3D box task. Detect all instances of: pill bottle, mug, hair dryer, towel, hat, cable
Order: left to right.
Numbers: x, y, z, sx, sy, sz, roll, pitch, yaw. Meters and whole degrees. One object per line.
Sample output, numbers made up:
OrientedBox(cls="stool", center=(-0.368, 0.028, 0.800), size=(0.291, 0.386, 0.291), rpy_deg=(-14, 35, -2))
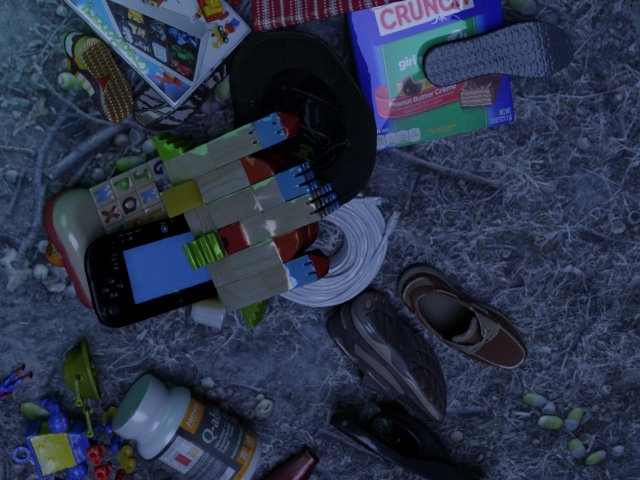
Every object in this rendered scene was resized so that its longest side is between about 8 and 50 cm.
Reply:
OrientedBox(cls="pill bottle", center=(-0.268, 0.395, 1.930), size=(0.278, 0.162, 0.162), rpy_deg=(37, 105, -20))
OrientedBox(cls="mug", center=(-0.220, 0.134, 1.886), size=(0.064, 0.078, 0.062), rpy_deg=(9, 145, -1))
OrientedBox(cls="hair dryer", center=(-0.053, 0.577, 2.098), size=(0.223, 0.080, 0.294), rpy_deg=(-6, 121, -21))
OrientedBox(cls="hat", center=(-0.006, -0.228, 1.680), size=(0.331, 0.134, 0.331), rpy_deg=(21, 131, 26))
OrientedBox(cls="cable", center=(0.000, 0.000, 1.829), size=(0.257, 0.089, 0.257), rpy_deg=(13, 112, -11))
OrientedBox(cls="towel", center=(0.010, -0.458, 1.561), size=(0.274, 0.031, 0.199), rpy_deg=(-7, 82, 22))

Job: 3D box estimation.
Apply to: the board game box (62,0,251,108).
OrientedBox(cls="board game box", center=(-0.290, -0.396, 1.605), size=(0.193, 0.053, 0.305), rpy_deg=(-46, 108, -4))

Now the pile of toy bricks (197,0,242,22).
OrientedBox(cls="pile of toy bricks", center=(-0.178, -0.476, 1.554), size=(0.118, 0.105, 0.212), rpy_deg=(-28, 97, -32))

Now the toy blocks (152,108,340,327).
OrientedBox(cls="toy blocks", center=(-0.094, -0.055, 1.659), size=(0.260, 0.190, 0.382), rpy_deg=(-20, 96, 24))

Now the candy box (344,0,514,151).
OrientedBox(cls="candy box", center=(0.185, -0.343, 1.680), size=(0.268, 0.122, 0.317), rpy_deg=(-13, 113, -1))

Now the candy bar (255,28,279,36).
OrientedBox(cls="candy bar", center=(-0.081, -0.387, 1.688), size=(0.040, 0.018, 0.162), rpy_deg=(26, 107, -16))

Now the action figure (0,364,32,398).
OrientedBox(cls="action figure", center=(-0.632, 0.294, 1.918), size=(0.115, 0.030, 0.038), rpy_deg=(-34, 118, 11))

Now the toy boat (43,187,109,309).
OrientedBox(cls="toy boat", center=(-0.447, 0.016, 1.774), size=(0.151, 0.151, 0.231), rpy_deg=(-4, 118, 27))

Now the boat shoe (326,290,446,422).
OrientedBox(cls="boat shoe", center=(0.138, 0.243, 1.946), size=(0.130, 0.132, 0.355), rpy_deg=(-20, 121, 30))

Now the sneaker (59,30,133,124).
OrientedBox(cls="sneaker", center=(-0.392, -0.288, 1.676), size=(0.069, 0.083, 0.186), rpy_deg=(-43, 141, -25))

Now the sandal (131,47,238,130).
OrientedBox(cls="sandal", center=(-0.239, -0.278, 1.700), size=(0.219, 0.060, 0.090), rpy_deg=(-46, 107, -3))

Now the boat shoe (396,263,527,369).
OrientedBox(cls="boat shoe", center=(0.289, 0.176, 1.921), size=(0.324, 0.116, 0.123), rpy_deg=(32, 107, -18))

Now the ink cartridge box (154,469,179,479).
OrientedBox(cls="ink cartridge box", center=(-0.295, 0.635, 1.917), size=(0.069, 0.371, 0.176), rpy_deg=(-14, 113, -1))

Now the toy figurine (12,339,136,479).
OrientedBox(cls="toy figurine", center=(-0.520, 0.397, 1.896), size=(0.217, 0.191, 0.363), rpy_deg=(-11, 113, 4))

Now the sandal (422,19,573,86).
OrientedBox(cls="sandal", center=(0.298, -0.319, 1.620), size=(0.254, 0.054, 0.097), rpy_deg=(-5, 106, 2))

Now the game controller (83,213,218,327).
OrientedBox(cls="game controller", center=(-0.277, 0.043, 1.751), size=(0.319, 0.067, 0.167), rpy_deg=(-18, 112, -34))

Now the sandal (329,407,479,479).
OrientedBox(cls="sandal", center=(0.207, 0.435, 2.025), size=(0.445, 0.167, 0.107), rpy_deg=(29, 82, -25))

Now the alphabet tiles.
OrientedBox(cls="alphabet tiles", center=(-0.299, -0.031, 1.775), size=(0.198, 0.009, 0.237), rpy_deg=(-29, 116, -24))
